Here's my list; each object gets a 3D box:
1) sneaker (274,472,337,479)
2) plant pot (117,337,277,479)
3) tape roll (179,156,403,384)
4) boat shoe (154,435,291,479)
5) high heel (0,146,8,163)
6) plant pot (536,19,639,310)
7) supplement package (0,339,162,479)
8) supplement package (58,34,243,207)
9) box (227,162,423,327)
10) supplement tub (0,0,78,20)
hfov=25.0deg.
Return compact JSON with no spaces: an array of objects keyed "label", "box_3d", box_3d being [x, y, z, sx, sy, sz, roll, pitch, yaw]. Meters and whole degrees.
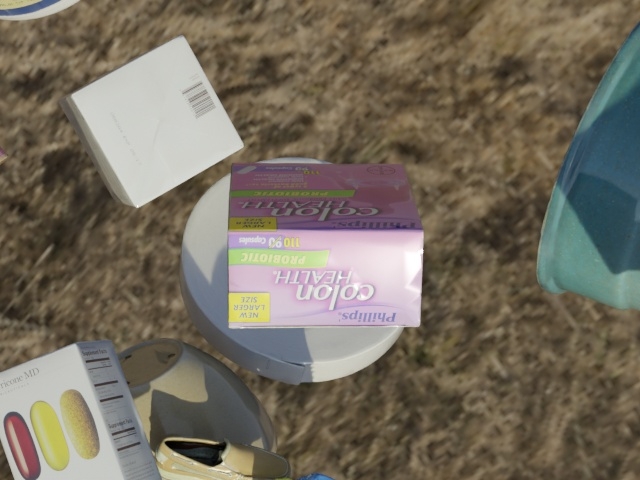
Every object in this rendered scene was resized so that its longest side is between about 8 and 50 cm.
[{"label":"sneaker","box_3d":[0.030,0.400,1.922,0.240,0.126,0.091,46,34,-18]},{"label":"plant pot","box_3d":[-0.226,0.254,2.096,0.284,0.284,0.191,-46,125,-45]},{"label":"tape roll","box_3d":[-0.033,0.043,2.307,0.391,0.072,0.392,5,58,-8]},{"label":"boat shoe","box_3d":[-0.128,0.298,1.950,0.189,0.072,0.068,5,49,-13]},{"label":"high heel","box_3d":[-0.426,-0.066,1.396,0.244,0.082,0.117,-39,96,-25]},{"label":"plant pot","box_3d":[0.443,-0.029,1.443,0.334,0.341,0.341,28,40,23]},{"label":"supplement package","box_3d":[-0.298,0.259,1.782,0.134,0.139,0.244,11,57,-79]},{"label":"supplement package","box_3d":[-0.275,-0.188,2.298,0.198,0.262,0.199,-31,100,-11]},{"label":"box","box_3d":[0.000,0.000,1.667,0.213,0.117,0.243,0,21,-2]},{"label":"supplement tub","box_3d":[-0.337,-0.373,1.386,0.316,0.228,0.228,52,16,-69]}]
